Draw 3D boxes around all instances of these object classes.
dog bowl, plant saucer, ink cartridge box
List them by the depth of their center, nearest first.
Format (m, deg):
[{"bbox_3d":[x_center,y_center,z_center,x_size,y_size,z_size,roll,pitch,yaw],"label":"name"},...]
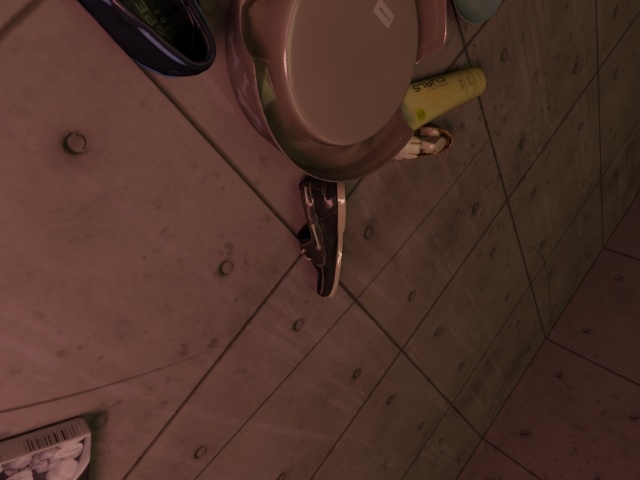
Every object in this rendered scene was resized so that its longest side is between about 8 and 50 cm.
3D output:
[{"bbox_3d":[-0.403,0.346,0.574,0.207,0.045,0.208,-6,116,-43],"label":"ink cartridge box"},{"bbox_3d":[0.027,-0.261,0.633,0.349,0.102,0.348,-23,125,-36],"label":"dog bowl"},{"bbox_3d":[0.269,-0.482,0.801,0.195,0.038,0.194,-23,126,-36],"label":"plant saucer"}]

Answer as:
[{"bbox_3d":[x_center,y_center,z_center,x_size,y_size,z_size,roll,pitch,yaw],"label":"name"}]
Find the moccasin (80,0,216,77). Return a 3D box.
[{"bbox_3d":[-0.194,-0.294,0.387,0.137,0.117,0.342,-53,137,-9],"label":"moccasin"}]

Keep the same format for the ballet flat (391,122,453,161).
[{"bbox_3d":[0.169,-0.179,0.839,0.206,0.067,0.072,-20,125,-36],"label":"ballet flat"}]

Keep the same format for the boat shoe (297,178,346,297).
[{"bbox_3d":[0.000,0.000,0.779,0.079,0.084,0.232,-1,126,-3],"label":"boat shoe"}]

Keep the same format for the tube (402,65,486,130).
[{"bbox_3d":[0.208,-0.259,0.839,0.240,0.070,0.062,-27,141,-30],"label":"tube"}]
